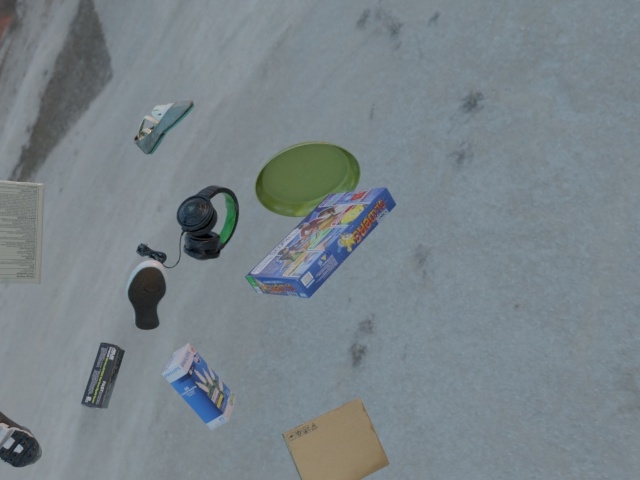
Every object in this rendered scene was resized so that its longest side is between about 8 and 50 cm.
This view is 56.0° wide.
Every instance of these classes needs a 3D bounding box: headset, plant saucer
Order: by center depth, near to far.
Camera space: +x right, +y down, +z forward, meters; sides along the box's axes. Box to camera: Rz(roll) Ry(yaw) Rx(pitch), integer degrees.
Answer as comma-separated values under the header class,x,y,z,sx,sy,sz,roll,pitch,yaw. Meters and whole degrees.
class,x,y,z,sx,sy,sz,roll,pitch,yaw
plant saucer,-0.031,-0.142,1.349,0.241,0.241,0.037,-42,47,32
headset,-0.441,-0.041,2.082,0.185,0.243,0.394,17,40,25

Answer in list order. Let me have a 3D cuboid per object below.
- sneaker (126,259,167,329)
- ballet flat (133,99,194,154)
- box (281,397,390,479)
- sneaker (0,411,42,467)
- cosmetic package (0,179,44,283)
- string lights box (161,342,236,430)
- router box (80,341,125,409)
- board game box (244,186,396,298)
class,x,y,z,sx,sy,sz,roll,pitch,yaw
sneaker,-0.483,0.125,1.670,0.290,0.106,0.123,114,154,-47
ballet flat,-0.366,-0.267,1.368,0.213,0.068,0.072,-32,23,42
box,0.036,0.473,1.363,0.164,0.201,0.021,65,161,14
sneaker,-0.658,0.386,1.216,0.078,0.234,0.106,-56,-10,-27
cosmetic package,-0.938,-0.023,1.839,0.113,0.160,0.309,0,87,60
string lights box,-0.395,0.480,1.976,0.077,0.259,0.133,-32,16,14
router box,-0.422,0.265,1.173,0.092,0.038,0.122,126,157,-71
board game box,0.000,0.000,0.863,0.201,0.035,0.136,-45,24,-27
